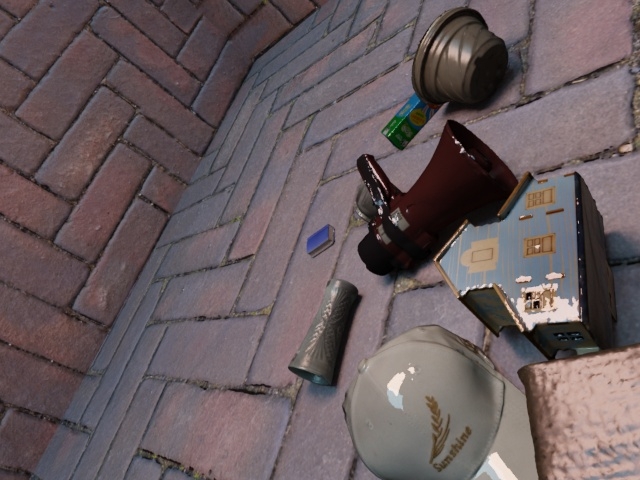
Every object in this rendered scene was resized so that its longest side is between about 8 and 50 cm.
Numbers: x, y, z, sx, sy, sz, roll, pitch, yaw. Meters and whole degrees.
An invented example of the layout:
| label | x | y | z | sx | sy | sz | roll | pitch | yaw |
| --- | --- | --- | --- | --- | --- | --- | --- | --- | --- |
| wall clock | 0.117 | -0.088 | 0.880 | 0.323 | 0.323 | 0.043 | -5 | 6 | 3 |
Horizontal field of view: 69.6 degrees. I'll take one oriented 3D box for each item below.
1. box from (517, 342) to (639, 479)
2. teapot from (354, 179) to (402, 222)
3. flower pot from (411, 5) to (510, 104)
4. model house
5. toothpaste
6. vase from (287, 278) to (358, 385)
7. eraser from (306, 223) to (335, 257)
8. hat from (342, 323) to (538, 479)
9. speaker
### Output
| label | x | y | z | sx | sy | sz | roll | pitch | yaw |
| --- | --- | --- | --- | --- | --- | --- | --- | --- | --- |
| box | 0.357 | 0.192 | 0.429 | 0.273 | 0.184 | 0.143 | -27 | 35 | 36 |
| teapot | 0.148 | -0.082 | 1.104 | 0.108 | 0.149 | 0.111 | -56 | -12 | 24 |
| flower pot | 0.340 | -0.410 | 1.076 | 0.235 | 0.235 | 0.140 | -51 | 54 | 4 |
| model house | 0.288 | 0.054 | 0.665 | 0.207 | 0.178 | 0.270 | -14 | 51 | 39 |
| toothpaste | 0.279 | -0.365 | 1.226 | 0.266 | 0.065 | 0.050 | -48 | 34 | 8 |
| vase | 0.015 | 0.190 | 0.993 | 0.096 | 0.096 | 0.219 | -12 | 47 | 48 |
| eraser | 0.000 | 0.000 | 1.267 | 0.085 | 0.027 | 0.063 | -35 | 34 | 30 |
| hat | 0.168 | 0.274 | 0.619 | 0.257 | 0.168 | 0.301 | -56 | 34 | 2 |
| speaker | 0.182 | -0.098 | 0.925 | 0.330 | 0.259 | 0.198 | -38 | 0 | 31 |
